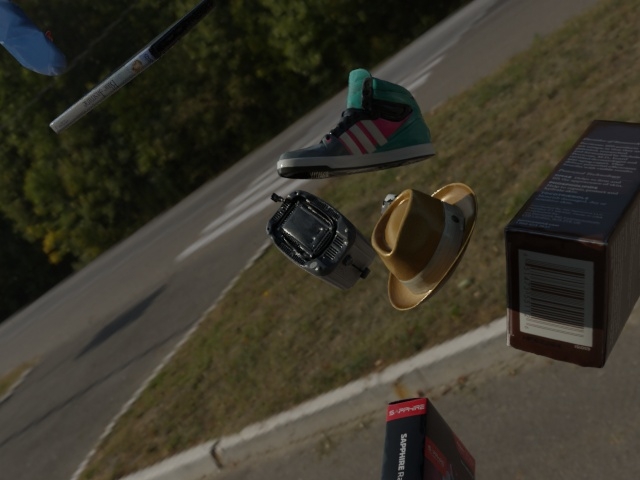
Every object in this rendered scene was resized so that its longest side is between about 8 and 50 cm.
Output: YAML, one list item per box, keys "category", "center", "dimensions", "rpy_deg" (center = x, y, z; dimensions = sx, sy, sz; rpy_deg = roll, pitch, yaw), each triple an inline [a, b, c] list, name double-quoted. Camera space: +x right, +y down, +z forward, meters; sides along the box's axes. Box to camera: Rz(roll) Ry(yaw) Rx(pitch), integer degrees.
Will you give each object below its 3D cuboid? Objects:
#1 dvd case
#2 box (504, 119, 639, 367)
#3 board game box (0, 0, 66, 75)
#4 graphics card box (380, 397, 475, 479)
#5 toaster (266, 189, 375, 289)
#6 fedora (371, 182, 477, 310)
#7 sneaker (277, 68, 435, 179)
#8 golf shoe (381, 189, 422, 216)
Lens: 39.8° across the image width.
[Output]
- category: "dvd case"
  center: [-0.275, -0.257, 1.298]
  dimensions: [0.253, 0.022, 0.180]
  rpy_deg: [-25, 22, 37]
- category: "box"
  center: [0.388, -0.014, 1.240]
  dimensions: [0.143, 0.191, 0.381]
  rpy_deg: [11, 33, 32]
- category: "board game box"
  center: [-0.467, -0.333, 1.398]
  dimensions: [0.133, 0.168, 0.033]
  rpy_deg: [2, 54, 42]
- category: "graphics card box"
  center: [0.190, 0.494, 1.564]
  dimensions: [0.094, 0.233, 0.371]
  rpy_deg: [-16, 40, 26]
- category: "toaster"
  center: [0.000, 0.000, 1.717]
  dimensions: [0.129, 0.227, 0.146]
  rpy_deg: [-53, -35, -1]
- category: "fedora"
  center: [0.120, -0.006, 1.143]
  dimensions: [0.194, 0.079, 0.194]
  rpy_deg: [-51, 20, 27]
- category: "sneaker"
  center: [0.054, -0.212, 1.581]
  dimensions: [0.296, 0.178, 0.124]
  rpy_deg: [-10, -2, -18]
- category: "golf shoe"
  center: [0.152, -0.060, 1.732]
  dimensions: [0.077, 0.094, 0.198]
  rpy_deg: [-22, -20, -17]
